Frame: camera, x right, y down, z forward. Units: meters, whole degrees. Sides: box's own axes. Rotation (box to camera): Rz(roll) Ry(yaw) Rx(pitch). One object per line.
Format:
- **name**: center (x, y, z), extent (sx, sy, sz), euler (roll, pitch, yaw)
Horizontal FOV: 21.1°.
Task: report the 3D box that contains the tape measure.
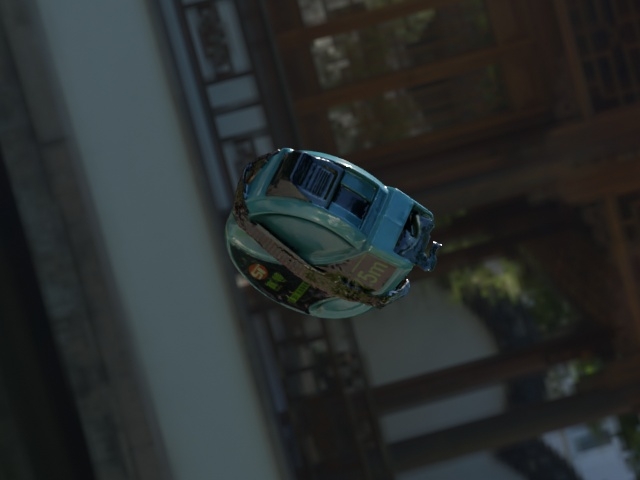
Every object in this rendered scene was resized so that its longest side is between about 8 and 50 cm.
- **tape measure**: center (0.000, 0.000, 1.204), extent (0.125, 0.146, 0.081), euler (-47, -166, 56)
